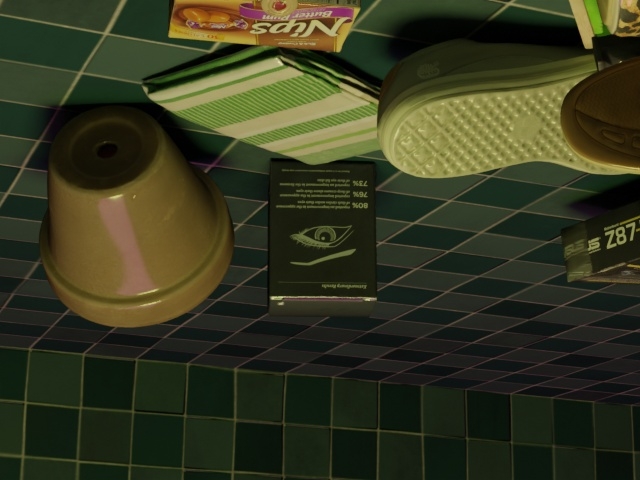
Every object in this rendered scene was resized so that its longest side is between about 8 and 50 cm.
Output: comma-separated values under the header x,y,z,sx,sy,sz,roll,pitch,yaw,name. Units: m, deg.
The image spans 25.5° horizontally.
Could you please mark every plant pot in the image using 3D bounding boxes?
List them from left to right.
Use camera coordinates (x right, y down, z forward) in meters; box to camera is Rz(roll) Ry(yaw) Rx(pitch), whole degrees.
x,y,z,sx,sy,sz,roll,pitch,yaw,name
-0.258,-0.053,1.844,0.263,0.263,0.229,-1,145,7,plant pot

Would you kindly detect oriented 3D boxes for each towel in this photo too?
x,y,z,sx,sy,sz,roll,pitch,yaw,name
-0.028,-0.165,1.751,0.248,0.038,0.325,-12,161,40,towel

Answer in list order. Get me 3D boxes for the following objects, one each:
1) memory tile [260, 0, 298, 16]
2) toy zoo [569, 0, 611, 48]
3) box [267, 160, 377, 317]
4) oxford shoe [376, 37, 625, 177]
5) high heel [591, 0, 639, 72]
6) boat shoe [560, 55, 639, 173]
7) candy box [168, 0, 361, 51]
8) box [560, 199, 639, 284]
x,y,z,sx,sy,sz,roll,pitch,yaw,name
-0.061,-0.272,1.335,0.148,0.012,0.113,24,135,-30,memory tile
0.398,-0.259,1.411,0.293,0.030,0.192,-4,162,17,toy zoo
0.000,0.000,1.997,0.153,0.207,0.108,2,163,-3,box
0.264,-0.162,1.608,0.449,0.130,0.169,-5,128,-19,oxford shoe
0.349,-0.237,1.313,0.186,0.093,0.261,-11,160,6,high heel
0.400,-0.119,1.365,0.341,0.121,0.110,-5,171,2,boat shoe
-0.059,-0.244,1.451,0.187,0.053,0.109,5,162,-10,candy box
0.609,-0.004,2.087,0.395,0.097,0.318,3,163,-32,box
